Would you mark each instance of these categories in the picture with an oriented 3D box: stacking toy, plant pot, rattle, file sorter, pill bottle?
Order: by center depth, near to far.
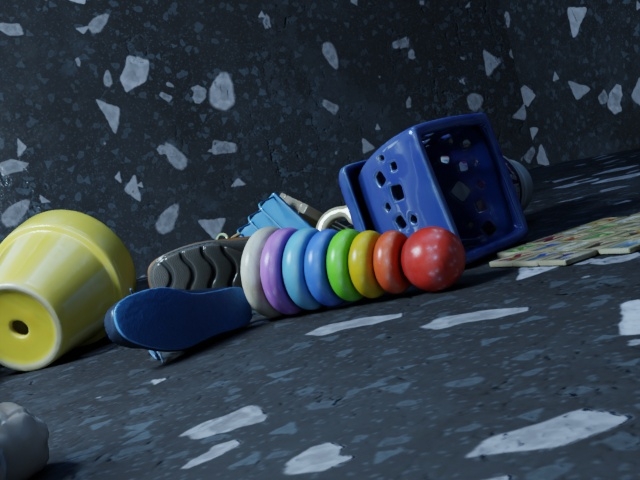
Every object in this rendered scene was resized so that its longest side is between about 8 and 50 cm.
[{"bbox_3d":[0.052,0.040,1.203,0.330,0.141,0.141,-4,9,31],"label":"stacking toy"},{"bbox_3d":[0.181,-0.066,1.413,0.212,0.236,0.236,-20,-1,41],"label":"plant pot"},{"bbox_3d":[-0.484,0.102,1.466,0.253,0.254,0.239,-13,20,13],"label":"plant pot"},{"bbox_3d":[0.302,-0.092,1.654,0.169,0.169,0.301,-11,1,40],"label":"pill bottle"},{"bbox_3d":[-0.122,0.006,1.771,0.170,0.118,0.104,-49,-5,23],"label":"file sorter"},{"bbox_3d":[0.089,-0.028,1.792,0.200,0.130,0.142,-49,-38,5],"label":"rattle"}]

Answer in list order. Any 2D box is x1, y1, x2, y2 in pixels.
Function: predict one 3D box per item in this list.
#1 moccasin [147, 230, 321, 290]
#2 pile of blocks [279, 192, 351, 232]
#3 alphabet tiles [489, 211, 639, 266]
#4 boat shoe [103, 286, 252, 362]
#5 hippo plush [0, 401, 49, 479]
[{"bbox_3d":[-0.145,0.046,1.600,0.379,0.139,0.147,-16,3,-22],"label":"moccasin"},{"bbox_3d":[0.000,0.000,1.958,0.148,0.113,0.362,28,0,26],"label":"pile of blocks"},{"bbox_3d":[0.434,-0.011,1.222,0.342,0.011,0.285,-16,4,-23],"label":"alphabet tiles"},{"bbox_3d":[-0.206,0.123,1.187,0.089,0.109,0.258,-20,-17,35],"label":"boat shoe"},{"bbox_3d":[-0.372,0.114,0.705,0.234,0.237,0.294,-15,4,2],"label":"hippo plush"}]
